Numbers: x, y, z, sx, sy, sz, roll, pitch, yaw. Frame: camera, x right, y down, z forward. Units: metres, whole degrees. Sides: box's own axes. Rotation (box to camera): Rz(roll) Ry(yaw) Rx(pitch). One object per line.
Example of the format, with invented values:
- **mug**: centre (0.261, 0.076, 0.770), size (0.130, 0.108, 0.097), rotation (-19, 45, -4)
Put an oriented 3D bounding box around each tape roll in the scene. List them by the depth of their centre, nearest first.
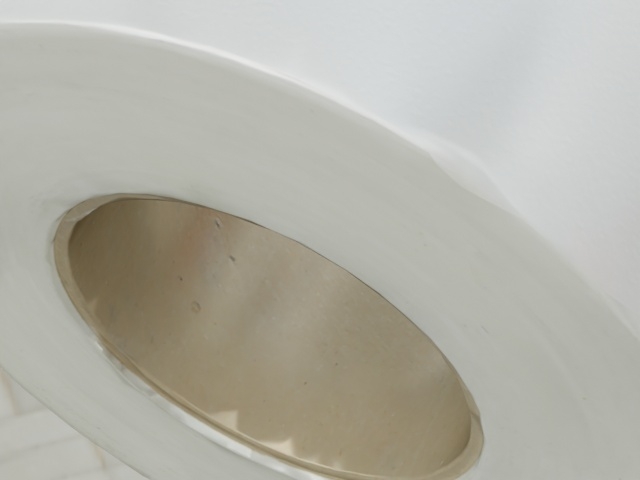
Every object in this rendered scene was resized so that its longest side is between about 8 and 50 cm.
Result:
- **tape roll**: centre (0.000, 0.000, 0.527), size (0.286, 0.286, 0.100), rotation (12, 56, 27)
